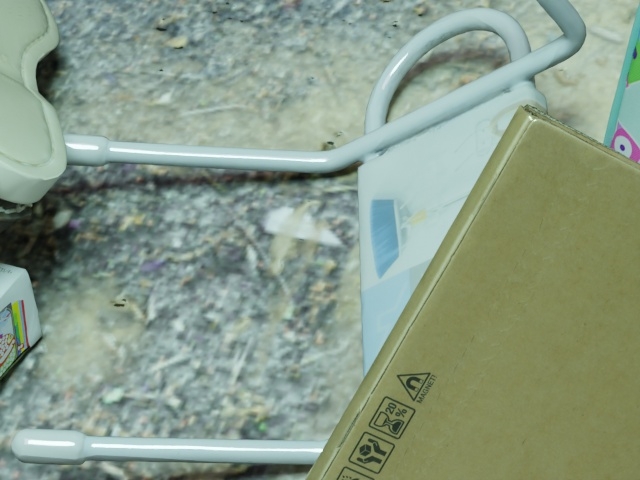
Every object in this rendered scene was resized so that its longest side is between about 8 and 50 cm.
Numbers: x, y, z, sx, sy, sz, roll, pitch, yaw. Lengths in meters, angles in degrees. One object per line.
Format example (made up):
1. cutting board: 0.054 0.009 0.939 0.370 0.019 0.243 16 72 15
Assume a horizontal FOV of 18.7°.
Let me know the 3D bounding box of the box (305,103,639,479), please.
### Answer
1. box: 0.111 0.062 0.868 0.201 0.164 0.021 -61 17 12

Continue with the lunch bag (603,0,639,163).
1. lunch bag: 0.259 -0.025 0.911 0.108 0.224 0.279 -22 47 -29

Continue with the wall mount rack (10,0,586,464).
1. wall mount rack: 0.000 0.000 1.014 0.304 0.130 0.350 -25 44 27

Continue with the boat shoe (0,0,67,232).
1. boat shoe: -0.217 -0.092 1.131 0.096 0.116 0.324 -50 30 18

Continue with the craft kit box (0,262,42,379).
1. craft kit box: -0.318 0.080 1.033 0.250 0.061 0.246 12 39 22
